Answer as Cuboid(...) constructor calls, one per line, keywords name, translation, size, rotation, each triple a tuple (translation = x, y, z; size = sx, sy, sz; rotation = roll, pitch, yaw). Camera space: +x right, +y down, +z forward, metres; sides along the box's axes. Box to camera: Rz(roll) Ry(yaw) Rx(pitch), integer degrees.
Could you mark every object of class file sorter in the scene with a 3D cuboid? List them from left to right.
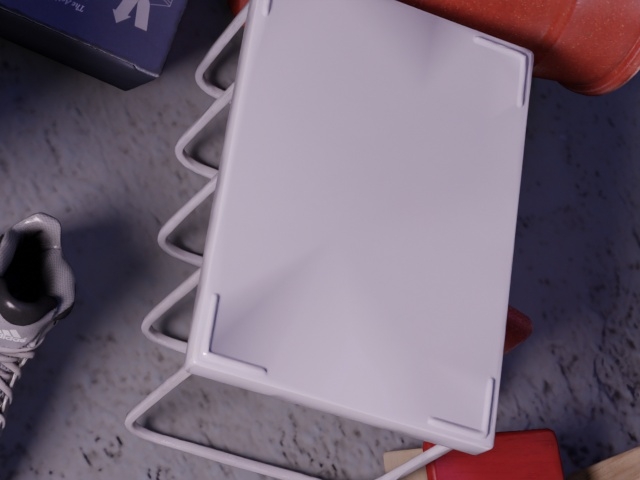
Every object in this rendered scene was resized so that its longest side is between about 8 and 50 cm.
Cuboid(name="file sorter", translation=(0.000, 0.000, 1.192), size=(0.193, 0.173, 0.277), rotation=(18, 64, -19))

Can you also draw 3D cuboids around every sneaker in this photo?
Cuboid(name="sneaker", translation=(-0.205, 0.079, 1.081), size=(0.086, 0.132, 0.228), rotation=(24, 62, -17))

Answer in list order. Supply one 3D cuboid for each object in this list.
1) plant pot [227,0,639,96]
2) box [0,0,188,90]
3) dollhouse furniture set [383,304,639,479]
Cuboid(name="plant pot", translation=(0.078, -0.240, 1.286), size=(0.265, 0.272, 0.272), rotation=(0, 71, -19))
Cuboid(name="box", translation=(-0.159, -0.202, 1.212), size=(0.156, 0.093, 0.158), rotation=(23, 81, -18))
Cuboid(name="dollhouse furniture set", translation=(0.231, 0.094, 1.284), size=(0.374, 0.152, 0.201), rotation=(-1, 72, -27))
